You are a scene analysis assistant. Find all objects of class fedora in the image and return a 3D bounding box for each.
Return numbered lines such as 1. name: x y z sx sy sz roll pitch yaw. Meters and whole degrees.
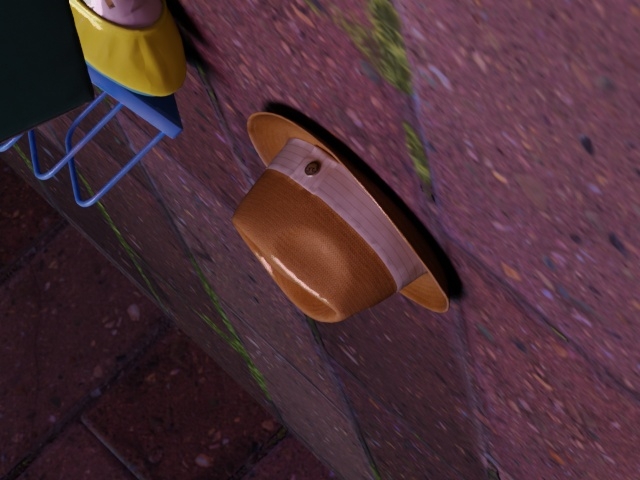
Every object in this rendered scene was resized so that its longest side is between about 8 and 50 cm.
1. fedora: 0.000 0.000 1.270 0.194 0.079 0.194 43 169 10

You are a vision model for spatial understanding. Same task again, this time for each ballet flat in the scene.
1. ballet flat: -0.165 -0.189 1.230 0.231 0.077 0.077 44 137 -9

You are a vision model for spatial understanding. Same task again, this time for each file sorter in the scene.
1. file sorter: -0.199 -0.121 1.321 0.170 0.104 0.118 35 -158 -33

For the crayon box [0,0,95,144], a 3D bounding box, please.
1. crayon box: -0.295 -0.261 1.123 0.363 0.106 0.313 36 145 44
